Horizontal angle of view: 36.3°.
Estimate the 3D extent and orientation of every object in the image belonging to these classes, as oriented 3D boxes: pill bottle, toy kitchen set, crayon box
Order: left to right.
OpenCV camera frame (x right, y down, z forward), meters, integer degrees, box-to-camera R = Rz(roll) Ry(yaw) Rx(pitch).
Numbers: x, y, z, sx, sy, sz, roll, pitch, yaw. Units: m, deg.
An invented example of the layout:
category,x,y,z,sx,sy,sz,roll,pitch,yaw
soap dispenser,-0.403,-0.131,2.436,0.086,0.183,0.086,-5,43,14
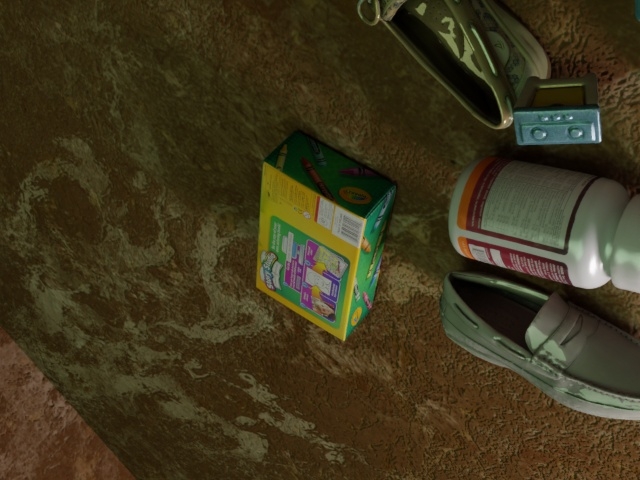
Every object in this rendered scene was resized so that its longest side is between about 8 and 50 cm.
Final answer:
category,x,y,z,sx,sy,sz,roll,pitch,yaw
crayon box,0.000,0.000,1.370,0.165,0.081,0.278,30,143,18
pill bottle,0.261,-0.017,1.060,0.221,0.121,0.121,16,137,34
toy kitchen set,0.248,-0.173,0.872,0.166,0.122,0.207,1,129,22

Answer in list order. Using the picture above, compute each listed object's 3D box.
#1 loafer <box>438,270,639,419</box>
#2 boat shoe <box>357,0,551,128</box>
category,x,y,z,sx,sy,sz,roll,pitch,yaw
loafer,0.284,0.122,1.192,0.319,0.112,0.111,19,147,32
boat shoe,0.114,-0.237,1.002,0.285,0.089,0.104,42,145,1
